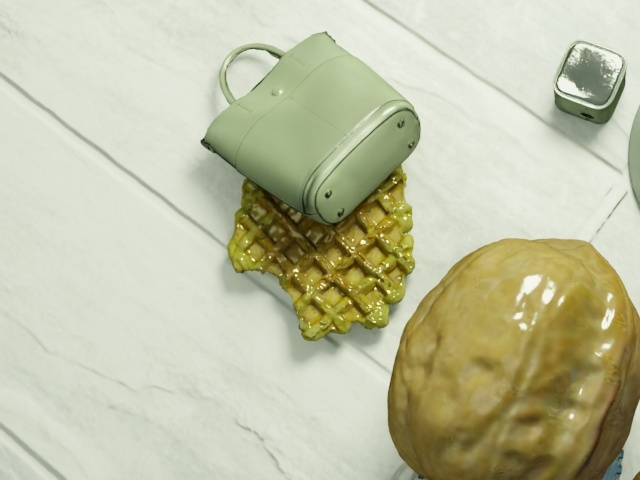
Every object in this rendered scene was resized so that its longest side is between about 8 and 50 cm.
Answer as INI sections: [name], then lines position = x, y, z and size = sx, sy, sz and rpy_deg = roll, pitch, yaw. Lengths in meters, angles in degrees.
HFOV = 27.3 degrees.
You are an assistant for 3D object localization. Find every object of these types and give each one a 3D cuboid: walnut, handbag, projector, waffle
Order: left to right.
[handbag]
position = -0.027, -0.170, 1.805
size = 0.241, 0.109, 0.315
rpy_deg = -43, 50, -10
[waffle]
position = 0.000, 0.000, 1.804
size = 0.291, 0.051, 0.291
rpy_deg = -2, 80, 11
[walnut]
position = 0.244, 0.155, 1.588
size = 0.306, 0.306, 0.344
rpy_deg = 30, 90, 15
[projector]
position = 0.357, -0.210, 1.746
size = 0.083, 0.082, 0.083
rpy_deg = 24, 86, 15

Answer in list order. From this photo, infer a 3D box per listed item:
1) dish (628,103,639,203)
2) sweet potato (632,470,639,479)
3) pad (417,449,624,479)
[dish]
position = 0.551, -0.125, 1.680
size = 0.317, 0.106, 0.316
rpy_deg = -2, 81, 12
[sweet potato]
position = 0.464, 0.261, 1.659
size = 0.077, 0.077, 0.243
rpy_deg = 37, 103, 15
[pad]
position = 0.273, 0.206, 1.736
size = 0.269, 0.012, 0.269
rpy_deg = 5, 82, 13
